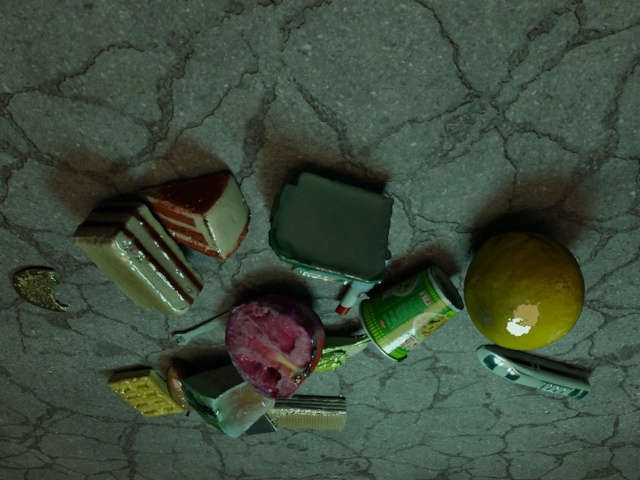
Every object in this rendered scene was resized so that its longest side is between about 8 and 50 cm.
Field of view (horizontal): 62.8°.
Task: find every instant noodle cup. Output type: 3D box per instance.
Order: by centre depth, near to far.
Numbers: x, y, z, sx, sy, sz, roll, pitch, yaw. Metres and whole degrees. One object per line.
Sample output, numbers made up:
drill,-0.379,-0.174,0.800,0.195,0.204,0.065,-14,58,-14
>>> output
instant noodle cup,0.258,0.190,1.438,0.233,0.207,0.207,-38,123,22

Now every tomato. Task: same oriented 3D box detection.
tomato,-0.117,0.280,1.537,0.290,0.176,0.334,33,123,16

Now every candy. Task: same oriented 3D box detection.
candy,-0.448,0.052,1.311,0.180,0.135,0.320,8,141,32

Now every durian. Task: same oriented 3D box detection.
durian,0.013,0.356,1.657,0.375,0.132,0.106,-16,105,20

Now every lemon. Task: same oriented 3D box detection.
lemon,0.498,0.122,1.294,0.297,0.297,0.297,1,135,1

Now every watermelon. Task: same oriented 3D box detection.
watermelon,-0.295,0.527,1.739,0.302,0.151,0.264,-22,131,-8

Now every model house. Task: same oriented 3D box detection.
model house,0.000,0.000,1.257,0.281,0.229,0.249,17,157,-11

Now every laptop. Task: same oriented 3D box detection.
laptop,-0.247,0.658,1.915,0.129,0.016,0.180,-13,131,14

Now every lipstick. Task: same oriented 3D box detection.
lipstick,0.110,0.120,1.451,0.068,0.061,0.274,15,133,-16

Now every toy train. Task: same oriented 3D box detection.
toy train,0.699,0.440,1.734,0.407,0.088,0.086,18,133,-14

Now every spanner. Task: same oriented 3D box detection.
spanner,-0.347,0.266,1.638,0.302,0.017,0.071,-24,129,23

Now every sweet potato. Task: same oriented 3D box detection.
sweet potato,-0.454,0.557,1.867,0.109,0.109,0.385,-10,136,11

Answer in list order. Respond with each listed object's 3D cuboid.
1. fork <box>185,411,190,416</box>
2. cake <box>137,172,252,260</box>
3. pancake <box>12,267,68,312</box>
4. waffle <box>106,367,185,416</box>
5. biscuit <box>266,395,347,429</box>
fork,-0.481,0.625,1.929,0.039,0.021,0.235,4,166,-10
cake,-0.297,-0.085,1.269,0.262,0.159,0.158,21,144,31
pancake,-0.800,0.142,1.526,0.184,0.020,0.190,35,127,-28
waffle,-0.623,0.554,1.900,0.168,0.057,0.274,-14,133,14
biscuit,-0.117,0.638,1.956,0.426,0.078,0.144,2,133,-1
